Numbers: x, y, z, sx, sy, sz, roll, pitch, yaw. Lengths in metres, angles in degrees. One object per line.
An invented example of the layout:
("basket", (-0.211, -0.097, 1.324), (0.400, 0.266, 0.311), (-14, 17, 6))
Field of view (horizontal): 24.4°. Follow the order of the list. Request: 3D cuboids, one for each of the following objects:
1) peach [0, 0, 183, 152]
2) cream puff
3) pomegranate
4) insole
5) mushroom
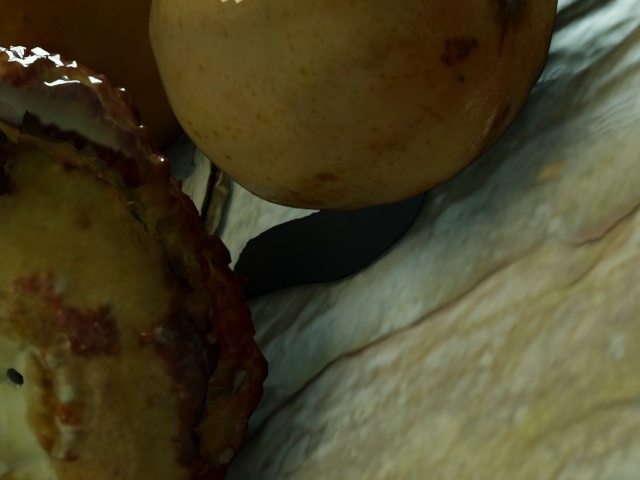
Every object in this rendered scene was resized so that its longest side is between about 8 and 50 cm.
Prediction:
("peach", (-0.221, -0.176, 1.034), (0.343, 0.343, 0.301), (-31, 23, 45))
("cream puff", (-0.197, 0.049, 0.789), (0.350, 0.350, 0.228), (-54, 19, 15))
("pomegranate", (0.013, -0.117, 0.715), (0.207, 0.207, 0.207), (-40, 35, 36))
("insole", (0.000, 0.000, 0.837), (0.188, 0.004, 0.064), (-21, 48, 52))
("mushroom", (-0.079, -0.033, 0.985), (0.049, 0.019, 0.101), (-41, 32, 34))
